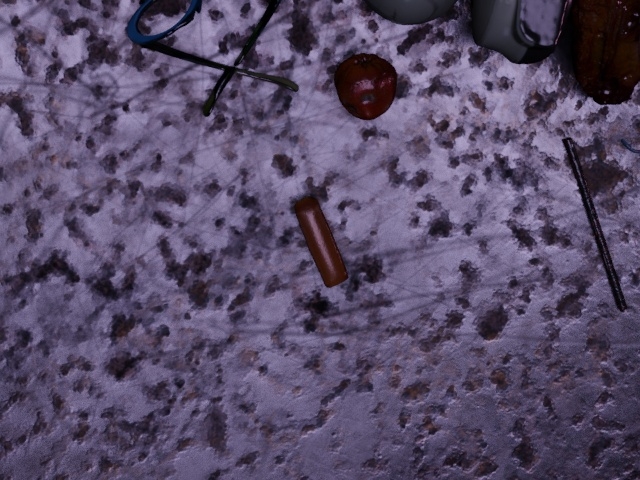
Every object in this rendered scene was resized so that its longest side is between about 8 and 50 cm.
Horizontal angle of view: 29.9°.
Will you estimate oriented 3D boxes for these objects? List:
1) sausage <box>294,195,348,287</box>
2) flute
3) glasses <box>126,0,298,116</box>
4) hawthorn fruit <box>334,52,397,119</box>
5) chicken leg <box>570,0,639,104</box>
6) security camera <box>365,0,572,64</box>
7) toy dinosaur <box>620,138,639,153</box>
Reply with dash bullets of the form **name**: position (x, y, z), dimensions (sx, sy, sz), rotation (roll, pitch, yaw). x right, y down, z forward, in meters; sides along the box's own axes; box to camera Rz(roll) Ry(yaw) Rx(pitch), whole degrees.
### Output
- **sausage**: position (0.000, 0.000, 1.659), dimensions (0.039, 0.041, 0.131), rotation (-20, 102, 5)
- **flute**: position (0.392, -0.020, 1.701), dimensions (0.014, 0.014, 0.270), rotation (-21, 103, 0)
- **glasses**: position (-0.114, -0.264, 1.564), dimensions (0.239, 0.102, 0.207), rotation (-27, 102, 1)
- **hawthorn fruit**: position (0.061, -0.204, 1.608), dimensions (0.093, 0.093, 0.093), rotation (-1, 102, -4)
- **chicken leg**: position (0.393, -0.347, 1.505), dimensions (0.158, 0.096, 0.407), rotation (-27, 133, -38)
- **security camera**: position (0.174, -0.341, 1.530), dimensions (0.277, 0.191, 0.197), rotation (10, 96, -5)
- **toy dinosaur**: position (0.513, -0.156, 1.668), dimensions (0.197, 0.045, 0.080), rotation (-21, 90, -7)
